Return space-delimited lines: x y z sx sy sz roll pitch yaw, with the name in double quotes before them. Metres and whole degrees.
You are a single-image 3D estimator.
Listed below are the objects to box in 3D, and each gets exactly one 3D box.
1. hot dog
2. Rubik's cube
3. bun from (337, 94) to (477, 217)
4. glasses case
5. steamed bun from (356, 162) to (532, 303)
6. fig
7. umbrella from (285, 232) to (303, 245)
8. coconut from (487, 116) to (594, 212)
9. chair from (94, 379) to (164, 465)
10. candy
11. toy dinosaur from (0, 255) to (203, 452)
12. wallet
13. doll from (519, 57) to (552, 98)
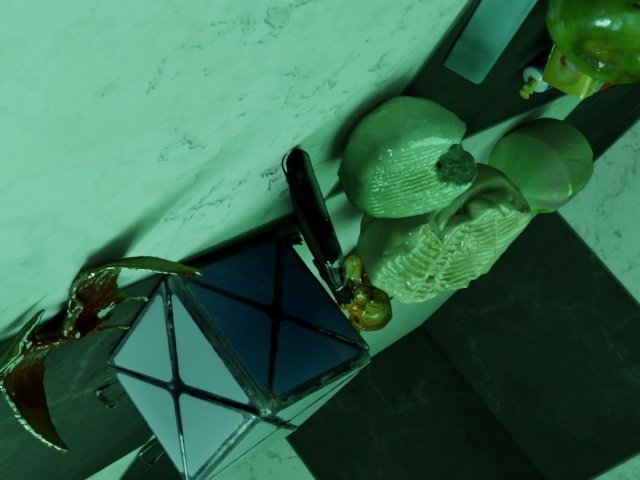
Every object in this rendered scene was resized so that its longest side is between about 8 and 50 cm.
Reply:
"hot dog" 0.089 0.126 1.892 0.117 0.158 0.349 -20 170 2
"Rubik's cube" -0.129 0.177 1.282 0.260 0.259 0.255 -17 154 -47
"bun" 0.124 -0.128 1.197 0.203 0.126 0.212 -5 149 -17
"glasses case" 0.261 -0.314 1.097 0.105 0.056 0.266 -30 164 -29
"steamed bun" 0.203 -0.043 1.532 0.289 0.203 0.276 -43 140 13
"fig" 0.436 -0.365 1.188 0.206 0.206 0.275 95 20 -71
"umbrella" -0.054 0.002 1.392 0.031 0.020 0.083 0 -171 32
"coconut" 0.477 -0.157 1.853 0.236 0.236 0.205 -31 130 -28
"chair" -0.256 0.263 1.481 0.221 0.140 0.145 -38 167 -15
"candy" 0.497 -0.346 1.441 0.276 0.088 0.146 -24 140 -42
"toy dinosaur" -0.271 0.122 1.033 0.327 0.113 0.206 -41 166 2
"wallet" 0.000 0.000 1.216 0.045 0.172 0.318 -22 166 -2
"doll" 0.409 -0.307 1.504 0.143 0.058 0.099 -40 175 -15
